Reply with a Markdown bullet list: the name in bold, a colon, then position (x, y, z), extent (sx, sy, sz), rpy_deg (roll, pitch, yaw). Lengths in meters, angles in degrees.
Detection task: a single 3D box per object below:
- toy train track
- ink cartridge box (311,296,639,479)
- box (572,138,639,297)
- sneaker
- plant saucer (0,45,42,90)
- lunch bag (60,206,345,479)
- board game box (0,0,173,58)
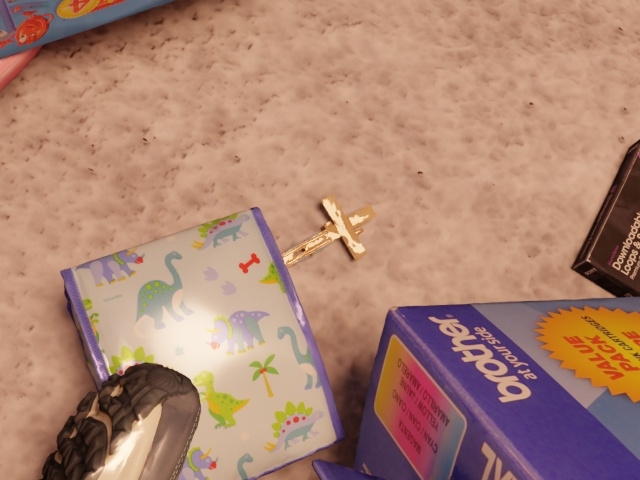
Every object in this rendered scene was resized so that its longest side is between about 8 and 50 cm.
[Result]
- **toy train track**: position (0.000, 0.000, 0.661), extent (0.083, 0.014, 0.048), rpy_deg (-30, 89, -12)
- **ink cartridge box**: position (0.190, 0.149, 0.473), extent (0.395, 0.270, 0.151), rpy_deg (-3, 116, -23)
- **box**: position (0.278, 0.012, 0.705), extent (0.162, 0.029, 0.116), rpy_deg (32, 70, -2)
- **sneaker**: position (-0.108, 0.198, 0.509), extent (0.122, 0.110, 0.283), rpy_deg (20, 101, -17)
- **plant saucer**: position (-0.322, -0.199, 0.615), extent (0.332, 0.084, 0.332), rpy_deg (3, 74, -11)
- **lunch bag**: position (-0.071, 0.075, 0.580), extent (0.129, 0.096, 0.151), rpy_deg (-21, 74, -17)
- **board game box**: position (-0.208, -0.267, 0.568), extent (0.308, 0.086, 0.302), rpy_deg (-23, 80, -17)
